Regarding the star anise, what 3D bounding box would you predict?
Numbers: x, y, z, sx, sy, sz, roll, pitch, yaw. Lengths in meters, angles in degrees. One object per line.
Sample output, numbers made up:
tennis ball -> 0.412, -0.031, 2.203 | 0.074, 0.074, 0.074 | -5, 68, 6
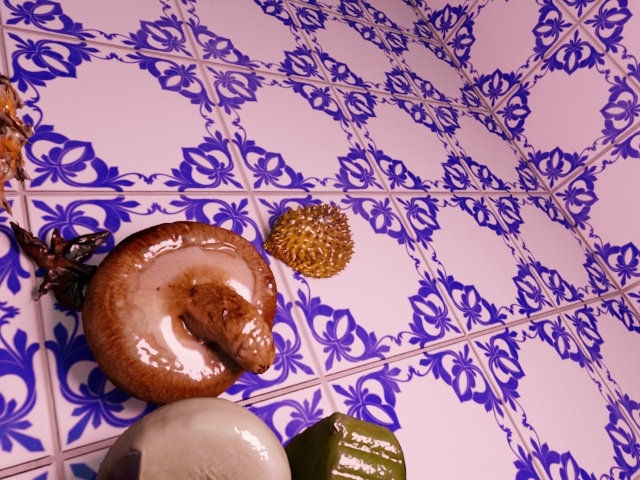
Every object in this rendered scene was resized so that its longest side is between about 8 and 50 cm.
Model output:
star anise -> -0.451, 0.037, 0.862 | 0.157, 0.053, 0.212 | -16, 65, -40

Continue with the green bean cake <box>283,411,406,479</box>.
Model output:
green bean cake -> 0.022, 0.426, 0.735 | 0.156, 0.247, 0.250 | 25, 44, -14

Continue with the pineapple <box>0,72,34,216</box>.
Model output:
pineapple -> -0.610, -0.145, 0.697 | 0.352, 0.352, 0.300 | 26, 49, -15

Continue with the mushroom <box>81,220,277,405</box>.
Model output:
mushroom -> -0.239, 0.121, 0.844 | 0.345, 0.239, 0.345 | 33, 23, -16

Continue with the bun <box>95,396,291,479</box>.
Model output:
bun -> -0.179, 0.359, 0.693 | 0.283, 0.179, 0.284 | 0, 90, -9

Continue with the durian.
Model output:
durian -> 0.002, -0.011, 1.162 | 0.249, 0.138, 0.183 | -11, 55, -46
